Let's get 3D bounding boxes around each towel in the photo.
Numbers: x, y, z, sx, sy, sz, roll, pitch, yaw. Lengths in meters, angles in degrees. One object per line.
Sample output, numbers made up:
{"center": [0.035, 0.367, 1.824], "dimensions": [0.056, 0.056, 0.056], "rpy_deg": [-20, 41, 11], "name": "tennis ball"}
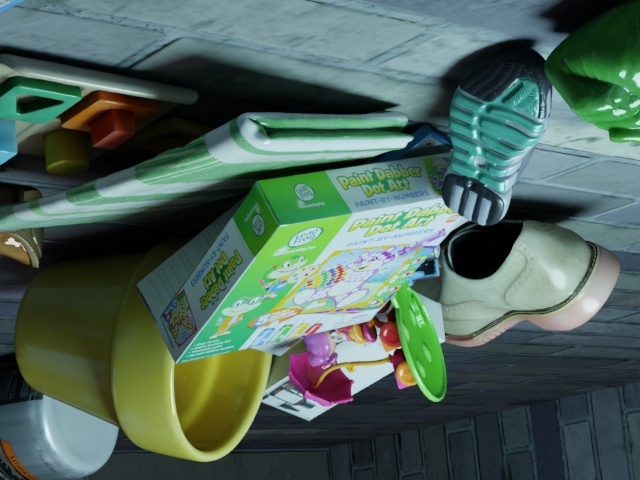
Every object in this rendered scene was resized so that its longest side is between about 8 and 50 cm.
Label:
{"center": [-0.111, -0.063, 1.349], "dimensions": [0.325, 0.038, 0.248], "rpy_deg": [-14, 177, 37], "name": "towel"}

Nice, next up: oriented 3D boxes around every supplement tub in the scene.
{"center": [-0.516, 0.300, 2.428], "dimensions": [0.338, 0.207, 0.207], "rpy_deg": [-13, 165, 28], "name": "supplement tub"}

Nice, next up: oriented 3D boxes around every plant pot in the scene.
{"center": [-0.213, 0.116, 1.751], "dimensions": [0.239, 0.254, 0.254], "rpy_deg": [6, 172, 25], "name": "plant pot"}

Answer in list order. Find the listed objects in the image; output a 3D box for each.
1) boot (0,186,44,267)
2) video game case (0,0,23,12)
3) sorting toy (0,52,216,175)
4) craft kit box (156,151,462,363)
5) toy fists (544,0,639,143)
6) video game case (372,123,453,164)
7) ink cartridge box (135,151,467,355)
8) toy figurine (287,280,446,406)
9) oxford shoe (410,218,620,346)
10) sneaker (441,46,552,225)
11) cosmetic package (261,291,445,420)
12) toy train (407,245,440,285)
{"center": [-0.357, -0.020, 1.479], "dimensions": [0.152, 0.073, 0.197], "rpy_deg": [0, 165, 2], "name": "boot"}
{"center": [-0.266, -0.184, 0.831], "dimensions": [0.269, 0.061, 0.244], "rpy_deg": [-16, 162, 39], "name": "video game case"}
{"center": [-0.224, -0.094, 1.244], "dimensions": [0.348, 0.047, 0.196], "rpy_deg": [6, 162, -40], "name": "sorting toy"}
{"center": [-0.001, 0.016, 1.440], "dimensions": [0.250, 0.061, 0.246], "rpy_deg": [-11, 150, -36], "name": "craft kit box"}
{"center": [0.310, -0.129, 1.203], "dimensions": [0.279, 0.096, 0.142], "rpy_deg": [2, 166, -32], "name": "toy fists"}
{"center": [0.093, -0.056, 1.485], "dimensions": [0.119, 0.015, 0.166], "rpy_deg": [-38, 156, 15], "name": "video game case"}
{"center": [0.000, 0.000, 1.589], "dimensions": [0.307, 0.072, 0.303], "rpy_deg": [-39, 157, 12], "name": "ink cartridge box"}
{"center": [0.034, 0.116, 1.651], "dimensions": [0.159, 0.173, 0.130], "rpy_deg": [-18, -165, 18], "name": "toy figurine"}
{"center": [0.201, 0.033, 1.849], "dimensions": [0.146, 0.140, 0.397], "rpy_deg": [34, 157, -18], "name": "oxford shoe"}
{"center": [0.161, -0.112, 1.315], "dimensions": [0.083, 0.098, 0.223], "rpy_deg": [28, 148, 8], "name": "sneaker"}
{"center": [0.030, 0.135, 1.798], "dimensions": [0.099, 0.060, 0.239], "rpy_deg": [24, 135, -36], "name": "cosmetic package"}
{"center": [0.055, 0.025, 1.793], "dimensions": [0.184, 0.080, 0.105], "rpy_deg": [-11, 174, 11], "name": "toy train"}
